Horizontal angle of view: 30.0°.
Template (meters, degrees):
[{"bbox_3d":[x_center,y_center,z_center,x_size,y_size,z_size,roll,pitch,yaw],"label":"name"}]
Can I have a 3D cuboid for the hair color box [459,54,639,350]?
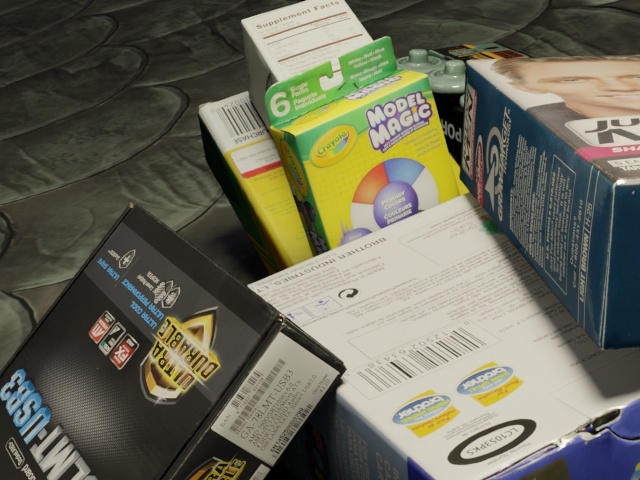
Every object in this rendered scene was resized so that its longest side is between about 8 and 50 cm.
[{"bbox_3d":[0.217,-0.045,0.810,0.174,0.105,0.347,-2,19,-7],"label":"hair color box"}]

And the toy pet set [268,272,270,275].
[{"bbox_3d":[0.000,0.000,1.218,0.122,0.065,0.114,-15,25,-3],"label":"toy pet set"}]

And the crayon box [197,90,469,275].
[{"bbox_3d":[0.030,-0.036,1.165,0.202,0.081,0.318,-20,51,-14],"label":"crayon box"}]

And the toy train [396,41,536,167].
[{"bbox_3d":[0.200,-0.140,1.334,0.190,0.142,0.334,-13,24,-20],"label":"toy train"}]

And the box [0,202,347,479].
[{"bbox_3d":[-0.152,0.139,0.843,0.293,0.073,0.295,-52,32,-4],"label":"box"}]

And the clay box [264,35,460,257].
[{"bbox_3d":[0.045,-0.042,0.980,0.127,0.222,0.053,-27,25,-18],"label":"clay box"}]

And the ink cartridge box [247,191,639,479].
[{"bbox_3d":[0.137,0.113,0.811,0.270,0.151,0.395,-23,24,-19],"label":"ink cartridge box"}]

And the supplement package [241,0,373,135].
[{"bbox_3d":[0.008,-0.132,1.124,0.105,0.105,0.179,-20,52,-13],"label":"supplement package"}]
